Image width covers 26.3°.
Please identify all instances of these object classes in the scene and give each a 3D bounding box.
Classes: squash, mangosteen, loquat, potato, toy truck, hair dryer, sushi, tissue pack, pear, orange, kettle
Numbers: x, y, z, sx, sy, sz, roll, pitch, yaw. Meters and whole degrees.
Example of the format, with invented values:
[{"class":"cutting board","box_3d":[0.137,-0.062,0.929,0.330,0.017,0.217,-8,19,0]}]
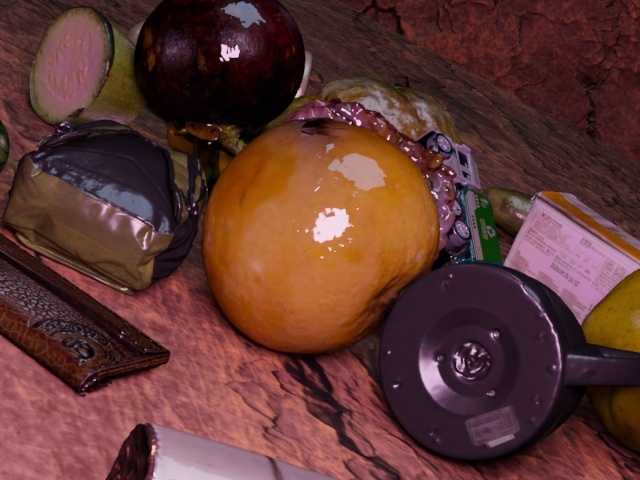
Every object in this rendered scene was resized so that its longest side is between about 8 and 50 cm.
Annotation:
[{"class":"squash","box_3d":[-0.313,-0.224,1.895,0.123,0.170,0.170,28,10,-48]},{"class":"mangosteen","box_3d":[-0.133,-0.201,1.837,0.231,0.289,0.231,-2,-3,0]},{"class":"loquat","box_3d":[0.000,0.000,1.497,0.263,0.263,0.263,23,18,-8]},{"class":"potato","box_3d":[0.379,-0.031,2.367,0.225,0.090,0.117,24,3,5]},{"class":"toy truck","box_3d":[0.174,-0.024,1.900,0.124,0.114,0.253,23,47,-35]},{"class":"hair dryer","box_3d":[-0.044,0.279,0.902,0.203,0.128,0.362,20,26,-18]},{"class":"sushi","box_3d":[0.024,-0.044,1.713,0.270,0.236,0.171,31,-1,-7]},{"class":"tissue pack","box_3d":[0.378,0.065,1.936,0.225,0.185,0.124,38,21,33]},{"class":"pear","box_3d":[0.469,0.148,1.678,0.294,0.294,0.294,23,18,-8]},{"class":"orange","box_3d":[0.087,-0.139,2.103,0.369,0.210,0.271,11,25,-32]},{"class":"kettle","box_3d":[0.224,0.121,1.514,0.207,0.251,0.271,63,20,15]}]

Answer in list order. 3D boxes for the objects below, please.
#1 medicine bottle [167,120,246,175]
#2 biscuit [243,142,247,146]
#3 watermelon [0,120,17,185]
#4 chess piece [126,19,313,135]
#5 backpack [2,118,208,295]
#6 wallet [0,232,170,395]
[{"class":"medicine bottle","box_3d":[-0.105,-0.097,1.942,0.260,0.064,0.095,33,2,23]},{"class":"biscuit","box_3d":[-0.185,-0.174,2.084,0.026,0.048,0.292,-33,47,-26]},{"class":"watermelon","box_3d":[-0.392,-0.106,1.531,0.109,0.109,0.109,23,18,-8]},{"class":"chess piece","box_3d":[-0.175,-0.272,2.227,0.300,0.167,0.167,17,19,-9]},{"class":"backpack","box_3d":[-0.226,-0.055,1.538,0.207,0.140,0.253,28,22,0]},{"class":"wallet","box_3d":[-0.271,0.060,1.319,0.243,0.039,0.133,33,20,23]}]
